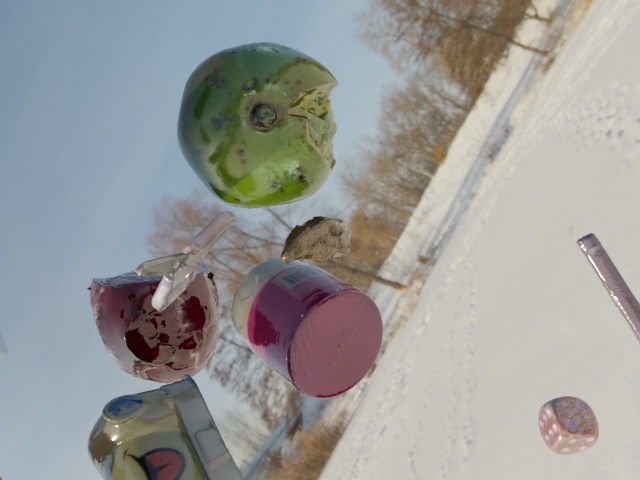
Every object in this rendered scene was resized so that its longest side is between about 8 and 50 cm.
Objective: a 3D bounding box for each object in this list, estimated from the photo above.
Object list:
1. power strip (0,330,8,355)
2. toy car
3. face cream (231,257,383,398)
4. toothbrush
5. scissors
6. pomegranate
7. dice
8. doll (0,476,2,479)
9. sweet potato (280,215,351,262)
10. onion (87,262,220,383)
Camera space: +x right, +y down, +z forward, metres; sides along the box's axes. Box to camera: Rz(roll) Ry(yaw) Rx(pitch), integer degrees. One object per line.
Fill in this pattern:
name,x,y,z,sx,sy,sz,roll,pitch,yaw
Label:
power strip,-0.467,0.105,0.612,0.229,0.141,0.261,-22,-2,-23
toy car,-0.223,0.366,0.747,0.226,0.242,0.336,-12,-43,-31
face cream,-0.025,0.129,0.951,0.175,0.195,0.175,-11,-70,-31
toothbrush,0.391,0.147,0.672,0.024,0.354,0.029,-31,-7,12
scissors,-0.102,0.016,0.433,0.100,0.015,0.189,-53,2,-1
pomegranate,-0.080,-0.165,0.884,0.236,0.236,0.302,-62,1,10
dice,0.522,0.390,1.280,0.094,0.091,0.093,-101,11,-45
doll,-0.434,0.354,0.724,0.093,0.262,0.211,-28,-42,21
sweet potato,0.000,0.000,0.769,0.206,0.068,0.060,-17,-50,-63
onion,-0.273,0.151,1.052,0.206,0.216,0.207,-158,58,-68
